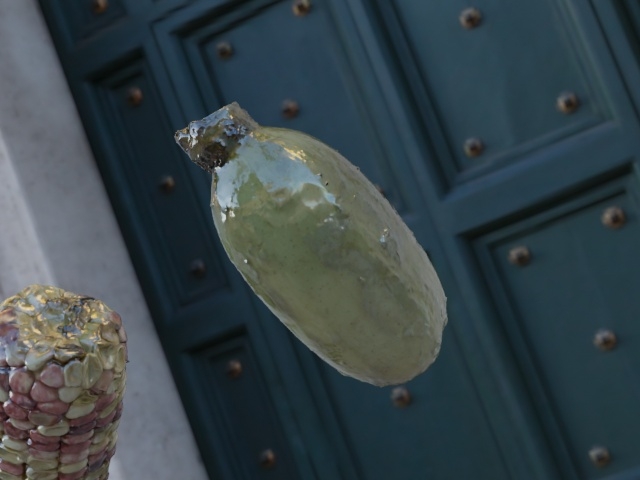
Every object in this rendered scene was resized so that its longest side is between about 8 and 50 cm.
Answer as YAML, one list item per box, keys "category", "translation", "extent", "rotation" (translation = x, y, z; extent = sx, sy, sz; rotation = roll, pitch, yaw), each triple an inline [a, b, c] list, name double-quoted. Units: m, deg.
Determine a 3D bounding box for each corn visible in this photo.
- category: "corn"
  translation: [-0.188, 0.157, 0.865]
  extent: [0.098, 0.098, 0.290]
  rotation: [-16, -45, -34]

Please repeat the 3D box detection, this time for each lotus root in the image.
- category: "lotus root"
  translation: [0.001, 0.000, 0.663]
  extent: [0.077, 0.183, 0.090]
  rotation: [-33, 22, 18]
